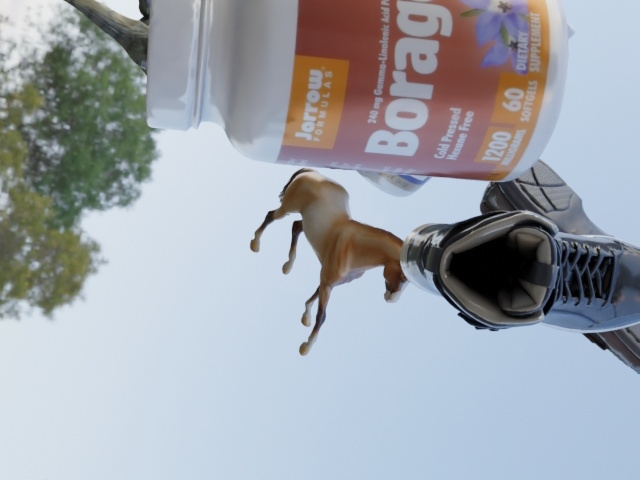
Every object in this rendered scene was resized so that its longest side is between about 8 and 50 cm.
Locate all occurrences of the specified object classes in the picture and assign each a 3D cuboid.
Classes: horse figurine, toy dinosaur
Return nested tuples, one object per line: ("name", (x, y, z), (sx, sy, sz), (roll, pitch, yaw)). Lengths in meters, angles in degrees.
("horse figurine", (0.000, 0.000, 0.928), (0.174, 0.066, 0.263), (-56, -139, 29))
("toy dinosaur", (-0.213, -0.269, 1.052), (0.118, 0.268, 0.064), (-44, -151, 14))

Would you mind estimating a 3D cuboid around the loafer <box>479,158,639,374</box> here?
("loafer", (0.303, 0.035, 0.978), (0.303, 0.109, 0.095), (56, -37, 16))

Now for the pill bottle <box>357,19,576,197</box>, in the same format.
("pill bottle", (0.139, -0.184, 0.914), (0.264, 0.153, 0.153), (-42, -137, 25))

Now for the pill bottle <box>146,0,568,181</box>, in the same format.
("pill bottle", (0.015, -0.100, 0.459), (0.121, 0.216, 0.121), (-177, -90, -81))

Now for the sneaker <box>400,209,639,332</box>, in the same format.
("sneaker", (0.182, 0.029, 0.614), (0.163, 0.226, 0.086), (155, -59, -86))
